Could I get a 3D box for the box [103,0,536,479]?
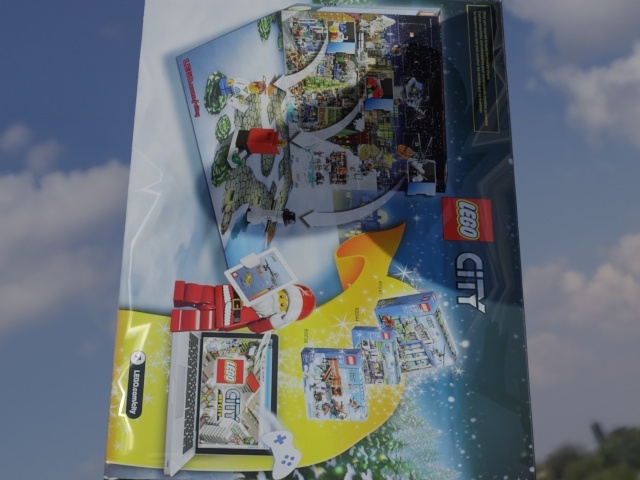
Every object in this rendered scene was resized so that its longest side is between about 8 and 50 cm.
[{"bbox_3d":[0.000,0.000,0.606,0.159,0.233,0.044,2,-31,-3],"label":"box"}]
